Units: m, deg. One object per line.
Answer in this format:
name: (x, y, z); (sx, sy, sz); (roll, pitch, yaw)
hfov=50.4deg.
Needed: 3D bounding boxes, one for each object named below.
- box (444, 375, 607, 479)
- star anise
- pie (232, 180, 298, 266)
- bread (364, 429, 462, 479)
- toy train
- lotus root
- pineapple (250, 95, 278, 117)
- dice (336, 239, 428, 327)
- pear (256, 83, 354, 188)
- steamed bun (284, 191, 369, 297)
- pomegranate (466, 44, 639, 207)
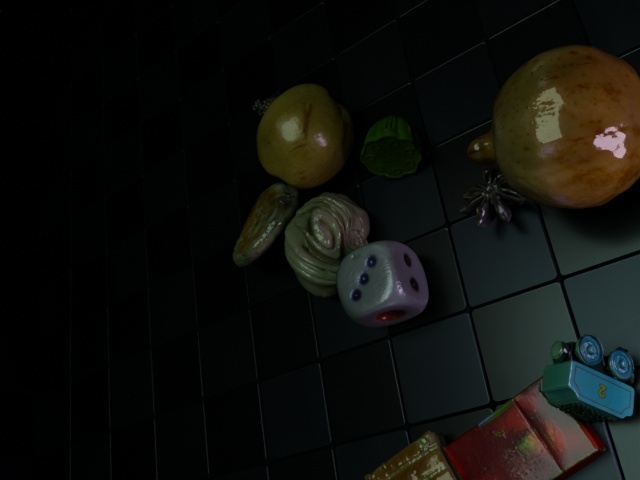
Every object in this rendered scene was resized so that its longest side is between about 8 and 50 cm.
box: (0.468, 0.485, 1.579); (0.313, 0.089, 0.197); (-43, 53, 19)
star anise: (0.470, -0.124, 1.771); (0.231, 0.089, 0.209); (-18, 53, 32)
pie: (-0.180, -0.053, 2.194); (0.339, 0.077, 0.339); (-47, 23, 27)
bread: (0.256, 0.632, 1.683); (0.246, 0.111, 0.239); (-41, 56, 21)
toy train: (0.583, 0.303, 1.475); (0.112, 0.203, 0.163); (-43, 27, 61)
lotus root: (0.213, -0.301, 2.000); (0.186, 0.186, 0.186); (-13, 68, 35)
pineapple: (-0.177, -0.458, 2.384); (0.197, 0.108, 0.108); (23, 91, 48)
dice: (0.171, 0.121, 1.861); (0.193, 0.194, 0.192); (-26, 60, 32)
pear: (-0.047, -0.320, 2.118); (0.314, 0.314, 0.314); (-13, 68, 35)
steamed bun: (0.002, 0.002, 2.024); (0.276, 0.203, 0.289); (41, 104, 41)
pomegranate: (0.541, -0.247, 1.562); (0.410, 0.410, 0.410); (-13, 68, 35)
